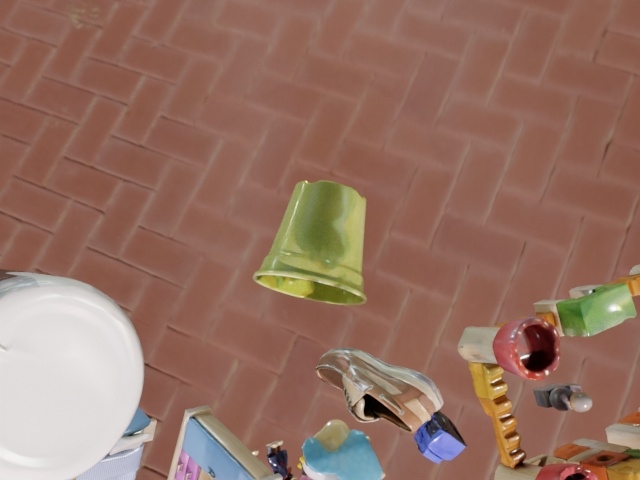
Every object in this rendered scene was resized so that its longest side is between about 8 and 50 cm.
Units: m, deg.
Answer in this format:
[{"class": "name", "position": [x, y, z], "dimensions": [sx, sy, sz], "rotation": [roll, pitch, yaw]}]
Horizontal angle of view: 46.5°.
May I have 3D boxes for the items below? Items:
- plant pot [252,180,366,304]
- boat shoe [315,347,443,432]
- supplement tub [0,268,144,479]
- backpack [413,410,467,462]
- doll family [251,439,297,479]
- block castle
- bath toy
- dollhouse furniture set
[{"class": "plant pot", "position": [0.000, 0.000, 1.798], "dimensions": [0.276, 0.276, 0.254], "rotation": [10, 77, 13]}, {"class": "boat shoe", "position": [0.099, 0.313, 1.555], "dimensions": [0.324, 0.123, 0.116], "rotation": [7, 48, 47]}, {"class": "supplement tub", "position": [-0.358, 0.135, 0.828], "dimensions": [0.338, 0.207, 0.207], "rotation": [2, 64, 50]}, {"class": "backpack", "position": [0.281, 0.475, 1.836], "dimensions": [0.101, 0.098, 0.120], "rotation": [-41, 27, 9]}, {"class": "doll family", "position": [-0.093, 0.430, 1.351], "dimensions": [0.076, 0.193, 0.111], "rotation": [-25, 77, 32]}, {"class": "block castle", "position": [0.459, 0.209, 1.115], "dimensions": [0.453, 0.213, 0.303], "rotation": [-15, 91, -25]}, {"class": "bath toy", "position": [0.014, 0.458, 1.364], "dimensions": [0.129, 0.348, 0.151], "rotation": [-15, 53, -19]}, {"class": "dollhouse furniture set", "position": [-0.256, 0.411, 1.072], "dimensions": [0.198, 0.303, 0.286], "rotation": [31, 112, 41]}]
